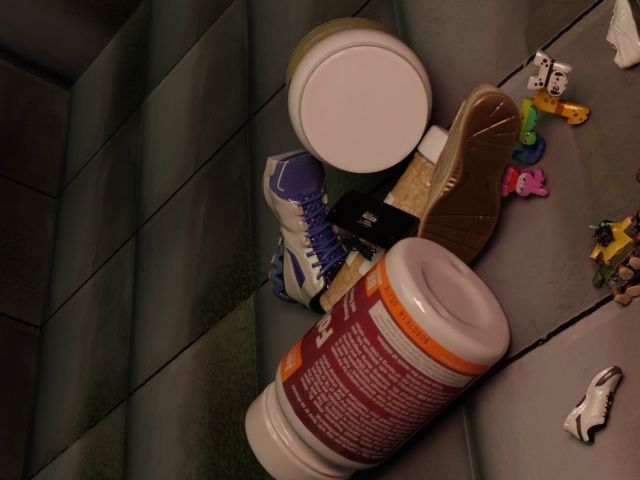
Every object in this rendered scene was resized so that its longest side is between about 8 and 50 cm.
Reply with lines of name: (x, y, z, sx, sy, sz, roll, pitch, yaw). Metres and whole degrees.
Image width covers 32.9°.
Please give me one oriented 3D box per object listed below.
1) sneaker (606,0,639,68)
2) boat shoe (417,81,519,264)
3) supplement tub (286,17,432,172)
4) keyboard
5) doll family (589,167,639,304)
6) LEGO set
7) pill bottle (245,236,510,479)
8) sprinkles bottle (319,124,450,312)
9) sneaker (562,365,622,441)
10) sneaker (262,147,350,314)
sneaker: (0.447, -0.319, 1.601, 0.061, 0.053, 0.152, -36, 42, 42)
boat shoe: (0.219, -0.091, 1.647, 0.098, 0.109, 0.302, -97, 20, -66)
supplement tub: (0.062, -0.250, 1.863, 0.241, 0.241, 0.331, -57, 11, 13)
keyboard: (0.078, -0.017, 1.739, 0.100, 0.038, 0.192, -47, 37, -11)
doll family: (0.415, -0.014, 1.422, 0.193, 0.076, 0.111, -44, 32, 22)
LEGO set: (0.344, -0.171, 1.618, 0.087, 0.093, 0.227, -51, -25, -59)
pill bottle: (0.074, 0.199, 1.628, 0.392, 0.224, 0.224, -46, 36, 26)
sprinkles bottle: (0.138, -0.012, 1.781, 0.355, 0.121, 0.121, -57, 32, 13)
sneaker: (0.357, 0.210, 1.386, 0.043, 0.040, 0.109, 40, 107, 41)
sneaker: (0.000, 0.001, 1.920, 0.182, 0.127, 0.316, 32, 134, 46)
